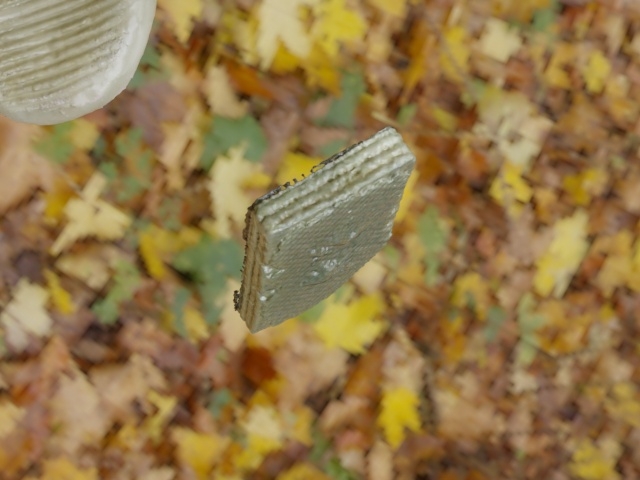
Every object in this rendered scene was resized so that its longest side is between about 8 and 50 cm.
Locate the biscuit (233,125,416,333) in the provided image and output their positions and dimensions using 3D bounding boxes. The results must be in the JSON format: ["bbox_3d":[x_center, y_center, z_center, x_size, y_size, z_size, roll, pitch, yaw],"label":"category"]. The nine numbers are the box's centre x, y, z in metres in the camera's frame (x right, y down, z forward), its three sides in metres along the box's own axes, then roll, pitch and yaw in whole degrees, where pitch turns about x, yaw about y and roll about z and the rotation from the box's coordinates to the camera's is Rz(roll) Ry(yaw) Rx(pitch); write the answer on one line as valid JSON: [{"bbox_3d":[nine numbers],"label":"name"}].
[{"bbox_3d":[0.000,0.000,1.739,0.150,0.052,0.252,-29,164,-18],"label":"biscuit"}]

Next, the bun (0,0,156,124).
[{"bbox_3d":[-0.212,-0.184,1.507,0.183,0.102,0.183,0,112,0],"label":"bun"}]
